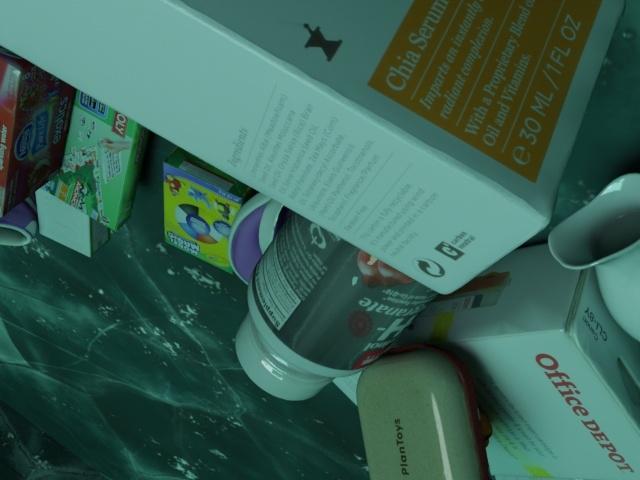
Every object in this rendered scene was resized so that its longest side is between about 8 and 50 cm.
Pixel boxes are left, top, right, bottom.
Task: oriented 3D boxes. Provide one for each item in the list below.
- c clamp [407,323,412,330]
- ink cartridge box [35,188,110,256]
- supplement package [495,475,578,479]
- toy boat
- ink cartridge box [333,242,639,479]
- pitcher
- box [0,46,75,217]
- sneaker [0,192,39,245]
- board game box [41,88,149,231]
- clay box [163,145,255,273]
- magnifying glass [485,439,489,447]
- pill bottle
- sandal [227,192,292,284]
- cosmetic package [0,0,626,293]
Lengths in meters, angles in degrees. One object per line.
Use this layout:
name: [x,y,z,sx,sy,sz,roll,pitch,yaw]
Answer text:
c clamp: [0.153,0.017,0.833,0.022,0.137,0.161,19,142,-21]
ink cartridge box: [-0.411,-0.082,1.162,0.109,0.062,0.209,24,133,11]
supplement package: [0.363,0.331,1.054,0.179,0.105,0.105,8,136,29]
toy boat: [0.143,0.232,0.804,0.151,0.151,0.231,-18,78,47]
ink cartridge box: [0.231,0.170,0.917,0.384,0.160,0.279,-15,123,46]
pitcher: [0.349,0.009,0.692,0.207,0.178,0.125,38,-170,-30]
box: [-0.411,-0.173,0.903,0.128,0.123,0.257,33,132,1]
sneaker: [-0.577,-0.098,1.147,0.102,0.161,0.282,-31,128,27]
board game box: [-0.344,-0.179,0.979,0.213,0.046,0.317,29,132,2]
clay box: [-0.172,-0.034,1.063,0.127,0.053,0.222,25,142,8]
magnifying glass: [0.165,0.302,0.968,0.092,0.026,0.231,31,148,0]
pill bottle: [0.028,0.037,0.763,0.176,0.176,0.318,34,127,-3]
sandal: [-0.013,-0.007,0.909,0.169,0.102,0.416,28,142,-17]
cosmetic package: [-0.026,-0.179,0.532,0.453,0.230,0.161,29,153,-3]
